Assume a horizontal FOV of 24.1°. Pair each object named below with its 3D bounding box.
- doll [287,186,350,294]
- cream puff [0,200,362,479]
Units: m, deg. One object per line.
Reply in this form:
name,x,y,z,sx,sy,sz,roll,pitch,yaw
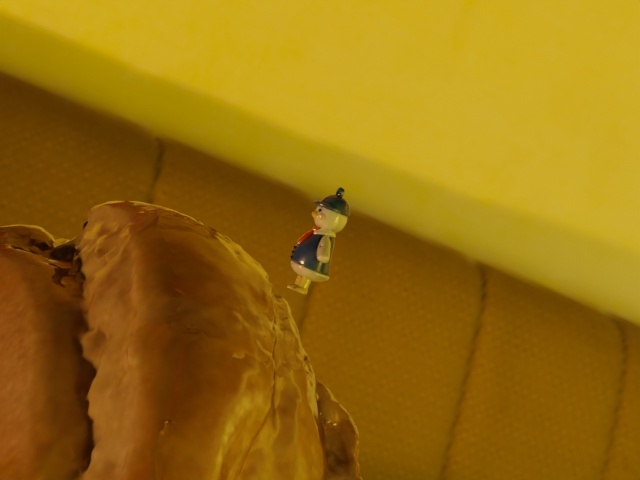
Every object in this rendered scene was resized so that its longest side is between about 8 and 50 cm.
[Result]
doll,0.000,0.000,1.870,0.057,0.143,0.099,23,1,-16
cream puff,-0.111,0.152,0.652,0.231,0.343,0.327,35,11,-33
